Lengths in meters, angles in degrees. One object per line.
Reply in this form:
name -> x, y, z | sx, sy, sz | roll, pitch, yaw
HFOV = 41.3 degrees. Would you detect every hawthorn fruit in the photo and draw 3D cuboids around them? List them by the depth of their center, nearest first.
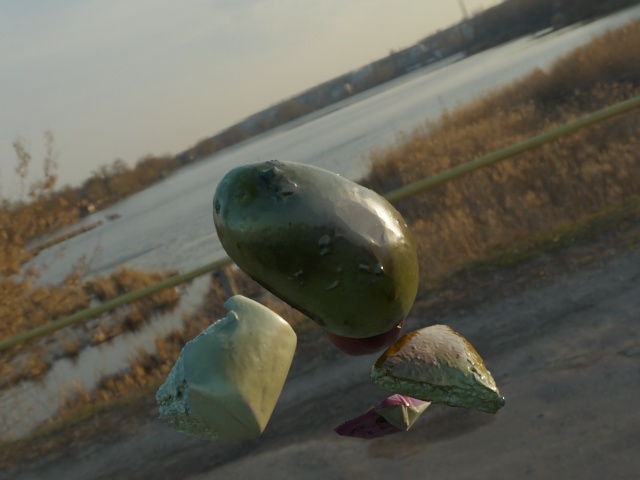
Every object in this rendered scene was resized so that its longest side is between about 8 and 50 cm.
hawthorn fruit -> 0.081, 0.126, 1.566 | 0.157, 0.157, 0.194 | -25, -24, -19

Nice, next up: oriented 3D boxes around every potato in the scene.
potato -> 0.000, 0.000, 1.125 | 0.173, 0.307, 0.210 | -33, 35, 49

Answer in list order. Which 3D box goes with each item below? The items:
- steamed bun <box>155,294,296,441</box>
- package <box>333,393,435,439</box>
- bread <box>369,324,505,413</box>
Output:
steamed bun -> -0.156, 0.195, 1.374 | 0.200, 0.170, 0.225 | -4, 50, 38
package -> 0.053, 0.140, 0.672 | 0.059, 0.029, 0.083 | -28, -22, 22
bread -> 0.141, 0.138, 1.004 | 0.154, 0.054, 0.136 | 16, 26, 1
